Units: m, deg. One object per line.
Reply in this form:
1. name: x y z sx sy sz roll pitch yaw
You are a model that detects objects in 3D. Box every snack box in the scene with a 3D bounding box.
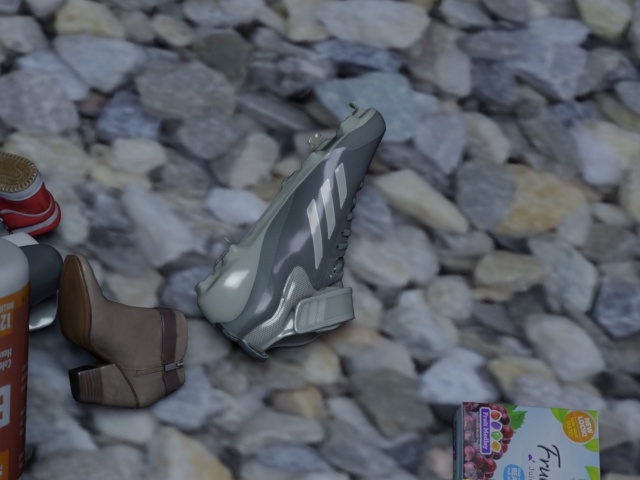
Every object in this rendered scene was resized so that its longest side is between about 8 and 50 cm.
1. snack box: 0.144 0.187 1.222 0.100 0.037 0.141 5 67 -7

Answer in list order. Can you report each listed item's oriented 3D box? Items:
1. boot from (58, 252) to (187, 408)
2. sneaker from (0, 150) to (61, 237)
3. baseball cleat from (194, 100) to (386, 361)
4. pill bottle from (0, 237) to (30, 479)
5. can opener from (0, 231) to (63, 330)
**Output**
1. boot: -0.133 0.060 1.210 0.087 0.042 0.118 -11 110 -33
2. sneaker: -0.236 -0.040 1.269 0.118 0.067 0.042 26 65 37
3. baseball cleat: 0.000 0.000 1.274 0.109 0.072 0.206 42 72 -4
4. pill bottle: -0.247 0.109 1.109 0.121 0.121 0.216 2 107 -7
5. can opener: -0.314 0.049 1.185 0.283 0.095 0.076 -14 69 -15
